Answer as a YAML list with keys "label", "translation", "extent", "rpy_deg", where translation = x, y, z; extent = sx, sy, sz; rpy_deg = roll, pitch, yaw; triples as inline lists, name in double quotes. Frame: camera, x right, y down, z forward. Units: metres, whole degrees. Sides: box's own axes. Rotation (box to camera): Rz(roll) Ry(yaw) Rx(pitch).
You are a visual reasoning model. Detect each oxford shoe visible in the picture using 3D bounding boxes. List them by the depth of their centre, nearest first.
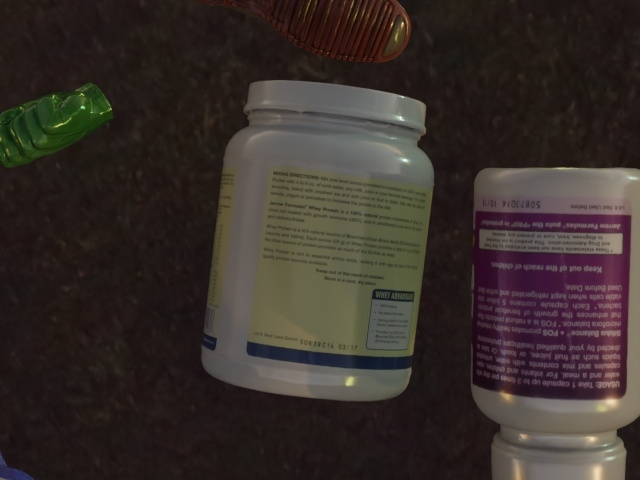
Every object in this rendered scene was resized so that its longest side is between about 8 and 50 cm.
- label: "oxford shoe"
  translation: [-0.046, -0.335, 1.483]
  extent: [0.348, 0.123, 0.130]
  rpy_deg: [22, 15, -9]

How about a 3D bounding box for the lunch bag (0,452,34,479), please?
- label: "lunch bag"
  translation: [-0.500, 0.301, 1.267]
  extent: [0.239, 0.328, 0.385]
  rpy_deg: [-43, 60, 7]

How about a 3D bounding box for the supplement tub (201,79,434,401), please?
- label: "supplement tub"
  translation: [0.000, 0.000, 1.250]
  extent: [0.236, 0.235, 0.324]
  rpy_deg: [7, 90, 10]

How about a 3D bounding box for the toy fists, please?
- label: "toy fists"
  translation: [-0.452, -0.186, 1.828]
  extent: [0.142, 0.096, 0.279]
  rpy_deg: [-36, 17, -28]

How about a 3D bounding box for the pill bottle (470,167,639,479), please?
- label: "pill bottle"
  translation: [0.226, 0.082, 1.068]
  extent: [0.169, 0.169, 0.301]
  rpy_deg: [1, 92, 6]
